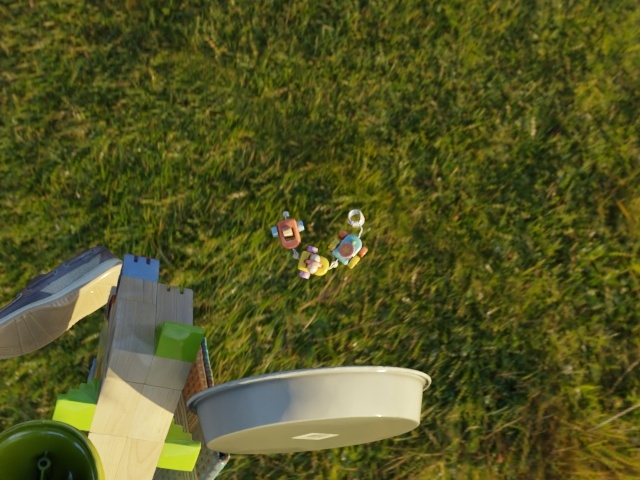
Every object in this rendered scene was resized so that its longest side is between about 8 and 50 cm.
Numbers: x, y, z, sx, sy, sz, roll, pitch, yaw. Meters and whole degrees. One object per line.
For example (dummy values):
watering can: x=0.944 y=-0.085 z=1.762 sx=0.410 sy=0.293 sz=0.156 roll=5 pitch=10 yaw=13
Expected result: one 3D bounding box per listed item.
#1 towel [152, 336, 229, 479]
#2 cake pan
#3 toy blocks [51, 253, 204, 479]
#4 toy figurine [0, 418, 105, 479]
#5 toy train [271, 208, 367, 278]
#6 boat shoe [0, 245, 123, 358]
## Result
towel: x=-0.260 y=0.366 z=1.389 sx=0.040 sy=0.370 sz=0.271 roll=20 pitch=30 yaw=-31
cake pan: x=-0.011 y=0.207 z=1.027 sx=0.293 sy=0.293 sz=0.054 roll=-2 pitch=69 yaw=-11
toy blocks: x=-0.259 y=0.174 z=1.194 sx=0.190 sy=0.381 sz=0.261 roll=12 pitch=33 yaw=-16
toy figurine: x=-0.200 y=0.326 z=0.540 sx=0.191 sy=0.217 sz=0.362 roll=-10 pitch=51 yaw=1
toy train: x=0.000 y=0.000 z=1.522 sx=0.166 sy=0.046 sz=0.125 roll=-9 pitch=87 yaw=0
boat shoe: x=-0.474 y=0.104 z=1.514 sx=0.285 sy=0.103 sz=0.092 roll=-33 pitch=55 yaw=-22
